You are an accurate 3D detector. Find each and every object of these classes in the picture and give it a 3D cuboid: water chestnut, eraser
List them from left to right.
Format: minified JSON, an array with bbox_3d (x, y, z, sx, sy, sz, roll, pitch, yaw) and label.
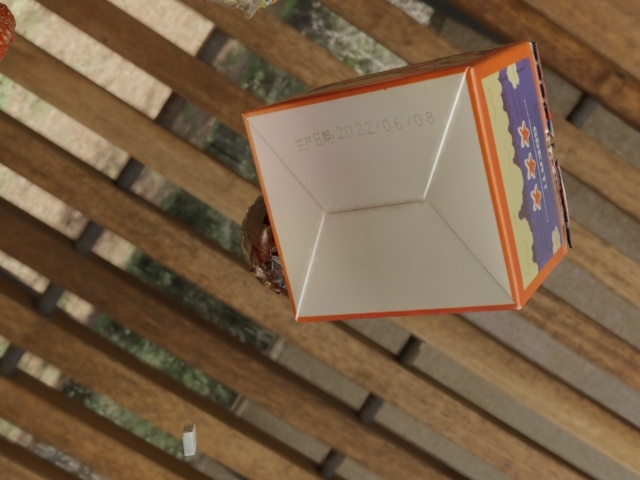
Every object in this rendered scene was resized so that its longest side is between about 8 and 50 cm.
[{"bbox_3d":[-0.203,0.309,1.420,0.083,0.019,0.038,163,-77,-83],"label":"eraser"},{"bbox_3d":[0.000,0.000,1.788,0.300,0.300,0.300,-55,-170,14],"label":"water chestnut"}]

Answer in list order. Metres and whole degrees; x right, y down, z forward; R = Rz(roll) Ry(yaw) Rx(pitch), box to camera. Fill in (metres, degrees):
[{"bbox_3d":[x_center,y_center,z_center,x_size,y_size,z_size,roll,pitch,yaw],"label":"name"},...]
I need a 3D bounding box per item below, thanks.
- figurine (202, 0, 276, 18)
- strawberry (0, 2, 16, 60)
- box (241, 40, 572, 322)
[{"bbox_3d":[-0.127,-0.458,1.446,0.205,0.224,0.382,-65,-154,14],"label":"figurine"},{"bbox_3d":[-0.561,-0.290,1.431,0.236,0.106,0.175,-46,172,-16],"label":"strawberry"},{"bbox_3d":[0.129,-0.080,1.282,0.348,0.319,0.257,-8,-168,32],"label":"box"}]
